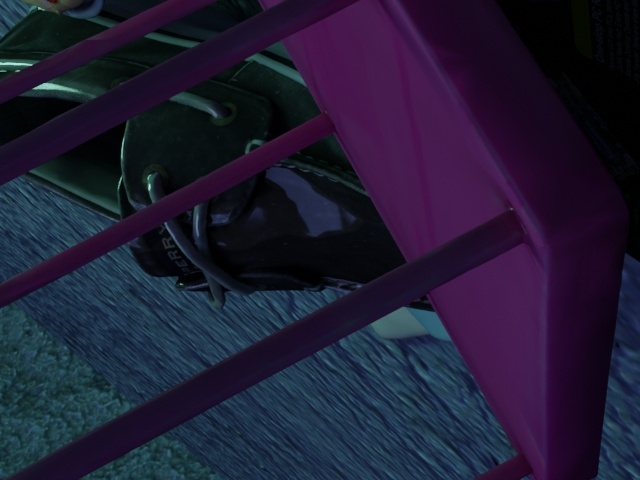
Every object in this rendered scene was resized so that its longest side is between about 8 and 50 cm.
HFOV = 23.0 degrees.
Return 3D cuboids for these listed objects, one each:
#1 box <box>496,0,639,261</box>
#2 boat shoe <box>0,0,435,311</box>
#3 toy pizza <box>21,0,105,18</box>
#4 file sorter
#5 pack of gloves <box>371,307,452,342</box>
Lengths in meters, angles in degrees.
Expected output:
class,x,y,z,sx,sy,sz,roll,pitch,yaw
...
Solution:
class,x,y,z,sx,sy,sz,roll,pitch,yaw
box,0.099,-0.070,0.351,0.216,0.060,0.270,37,164,28
boat shoe,-0.036,-0.024,0.681,0.335,0.119,0.121,22,147,42
toy pizza,-0.169,-0.163,0.657,0.201,0.032,0.201,40,166,12
file sorter,-0.070,-0.043,0.440,0.291,0.182,0.202,61,176,24
pack of gloves,0.000,0.000,0.844,0.195,0.046,0.232,48,165,-11
